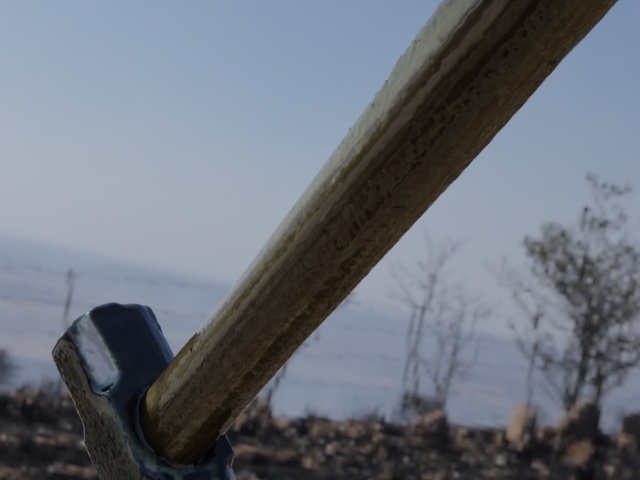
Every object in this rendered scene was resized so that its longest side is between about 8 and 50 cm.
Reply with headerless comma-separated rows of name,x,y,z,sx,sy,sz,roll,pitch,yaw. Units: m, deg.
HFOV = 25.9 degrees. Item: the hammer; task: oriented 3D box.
hammer,0.000,0.000,0.449,0.043,0.111,0.365,-15,-23,-36
